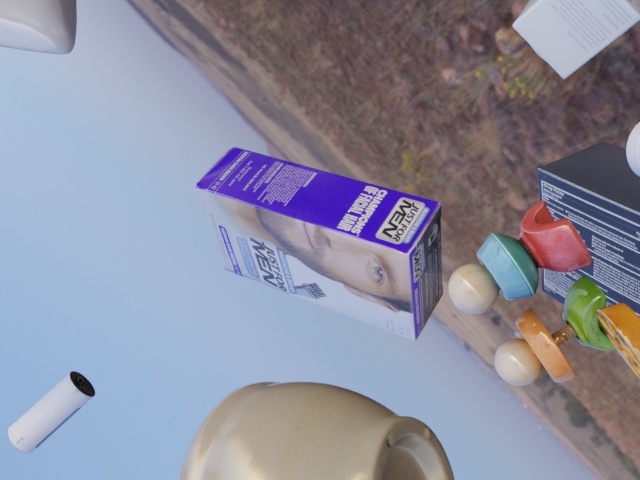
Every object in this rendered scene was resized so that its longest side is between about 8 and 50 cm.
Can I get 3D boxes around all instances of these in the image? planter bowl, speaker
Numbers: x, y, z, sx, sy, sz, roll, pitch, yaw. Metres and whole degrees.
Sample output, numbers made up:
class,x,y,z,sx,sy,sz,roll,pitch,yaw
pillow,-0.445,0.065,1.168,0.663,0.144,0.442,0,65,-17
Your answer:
class,x,y,z,sx,sy,sz,roll,pitch,yaw
planter bowl,0.013,0.157,0.400,0.162,0.109,0.162,29,-128,-45
speaker,-0.423,0.269,1.076,0.055,0.136,0.055,48,180,0

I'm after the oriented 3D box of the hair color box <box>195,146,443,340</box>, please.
class,x,y,z,sx,sy,sz,roll,pitch,yaw
hair color box,0.000,0.000,0.978,0.339,0.110,0.185,17,142,26

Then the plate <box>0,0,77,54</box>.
class,x,y,z,sx,sy,sz,roll,pitch,yaw
plate,-0.376,-0.310,0.656,0.278,0.045,0.277,4,-122,-21

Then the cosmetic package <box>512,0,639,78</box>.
class,x,y,z,sx,sy,sz,roll,pitch,yaw
cosmetic package,0.500,-0.444,1.307,0.151,0.151,0.184,43,138,-7

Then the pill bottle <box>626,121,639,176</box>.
class,x,y,z,sx,sy,sz,roll,pitch,yaw
pill bottle,0.462,-0.105,0.801,0.117,0.117,0.208,45,178,-15

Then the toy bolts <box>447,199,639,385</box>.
class,x,y,z,sx,sy,sz,roll,pitch,yaw
toy bolts,0.259,0.093,0.795,0.228,0.158,0.218,55,-172,-13

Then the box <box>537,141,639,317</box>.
class,x,y,z,sx,sy,sz,roll,pitch,yaw
box,0.575,0.008,1.279,0.296,0.183,0.294,43,151,55
